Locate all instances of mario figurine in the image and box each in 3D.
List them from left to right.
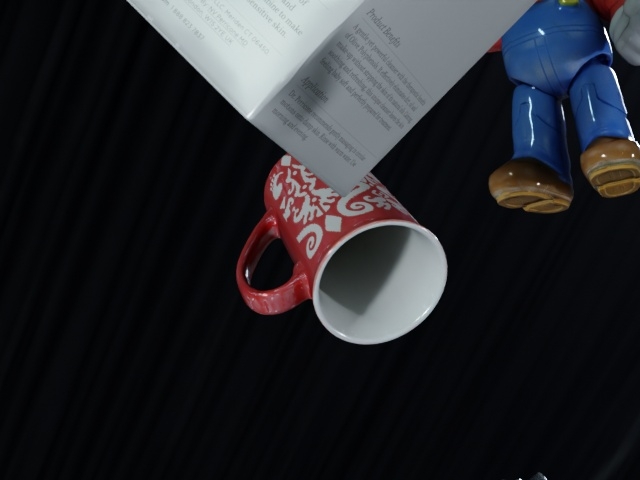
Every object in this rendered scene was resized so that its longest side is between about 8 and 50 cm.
[{"bbox_3d":[0.181,-0.194,1.379,0.198,0.170,0.320,-5,71,-7],"label":"mario figurine"}]

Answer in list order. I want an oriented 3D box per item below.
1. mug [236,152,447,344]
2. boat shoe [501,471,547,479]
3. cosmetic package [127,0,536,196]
[{"bbox_3d":[0.005,-0.008,1.316,0.150,0.113,0.169,5,27,-24],"label":"mug"},{"bbox_3d":[0.174,0.245,1.338,0.301,0.102,0.108,-3,11,-5],"label":"boat shoe"},{"bbox_3d":[0.069,-0.222,1.036,0.155,0.365,0.197,45,3,23],"label":"cosmetic package"}]
